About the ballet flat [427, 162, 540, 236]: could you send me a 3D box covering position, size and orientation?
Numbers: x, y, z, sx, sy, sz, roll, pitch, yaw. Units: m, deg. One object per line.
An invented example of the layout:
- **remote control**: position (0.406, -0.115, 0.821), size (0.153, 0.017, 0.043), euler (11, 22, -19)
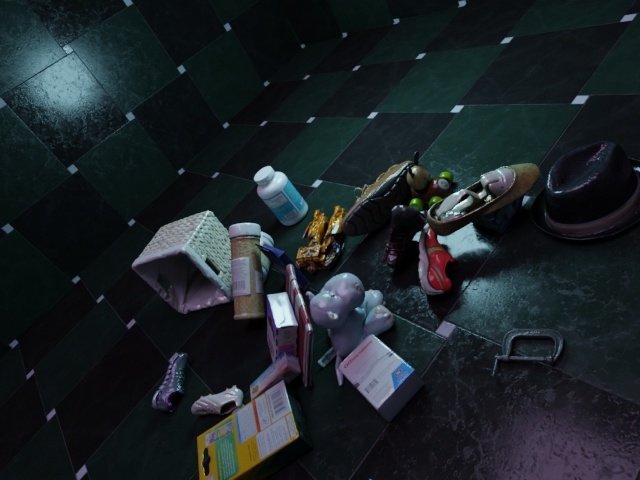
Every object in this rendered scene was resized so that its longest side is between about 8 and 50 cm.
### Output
- **ballet flat**: position (0.468, -0.132, 1.371), size (0.349, 0.123, 0.123), euler (-33, 34, 21)

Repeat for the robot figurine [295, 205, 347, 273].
- **robot figurine**: position (0.000, 0.000, 1.818), size (0.211, 0.085, 0.290), euler (-10, 43, 36)

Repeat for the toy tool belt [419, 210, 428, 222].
- **toy tool belt**: position (0.354, -0.074, 1.629), size (0.083, 0.052, 0.051), euler (-5, 78, 43)

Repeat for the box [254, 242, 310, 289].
- **box**: position (-0.141, 0.085, 1.723), size (0.036, 0.225, 0.136), euler (-49, 36, -17)

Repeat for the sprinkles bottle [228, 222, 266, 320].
- **sprinkles bottle**: position (-0.274, 0.117, 1.744), size (0.121, 0.121, 0.355), euler (-12, 78, 33)

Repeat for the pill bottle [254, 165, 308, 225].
- **pill bottle**: position (-0.178, -0.199, 2.048), size (0.146, 0.264, 0.146), euler (-24, 37, 19)

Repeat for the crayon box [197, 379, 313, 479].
- **crayon box**: position (-0.195, 0.576, 1.333), size (0.323, 0.083, 0.203), euler (-34, 35, 4)

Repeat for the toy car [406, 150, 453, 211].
- **toy car**: position (0.367, -0.219, 1.651), size (0.149, 0.188, 0.155), euler (-2, 48, 40)

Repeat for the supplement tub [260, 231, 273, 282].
- **supplement tub**: position (-0.273, 0.073, 1.925), size (0.145, 0.144, 0.199), euler (-17, 39, 27)

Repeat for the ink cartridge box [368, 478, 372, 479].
- **ink cartridge box**: position (0.159, 0.580, 1.006), size (0.123, 0.088, 0.052), euler (6, 54, 45)

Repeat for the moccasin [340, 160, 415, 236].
- **moccasin**: position (0.215, -0.162, 1.772), size (0.380, 0.139, 0.147), euler (-50, 22, -11)

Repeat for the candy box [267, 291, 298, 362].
- **candy box**: position (-0.125, 0.295, 1.493), size (0.070, 0.196, 0.164), euler (-5, 32, -15)

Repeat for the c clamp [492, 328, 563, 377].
- **c clamp**: position (0.500, 0.270, 1.124), size (0.161, 0.022, 0.137), euler (-13, 36, 33)

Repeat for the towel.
- **towel**: position (-0.065, 0.260, 1.469), size (0.037, 0.236, 0.329), euler (-6, 33, -13)

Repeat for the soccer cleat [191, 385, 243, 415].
- **soccer cleat**: position (-0.341, 0.539, 1.523), size (0.196, 0.068, 0.076), euler (-25, 40, 13)

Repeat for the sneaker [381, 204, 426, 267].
- **sneaker**: position (0.254, 0.003, 1.475), size (0.107, 0.281, 0.162), euler (20, 77, 14)

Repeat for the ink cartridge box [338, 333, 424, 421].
- **ink cartridge box**: position (0.161, 0.365, 1.259), size (0.140, 0.082, 0.191), euler (-43, 34, -9)

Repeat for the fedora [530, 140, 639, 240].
- **fedora**: position (0.737, -0.159, 1.285), size (0.334, 0.152, 0.334), euler (-24, 37, 20)

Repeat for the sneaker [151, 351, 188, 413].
- **sneaker**: position (-0.521, 0.522, 1.712), size (0.098, 0.083, 0.223), euler (8, 57, 21)

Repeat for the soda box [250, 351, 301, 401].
- **soda box**: position (-0.140, 0.426, 1.433), size (0.183, 0.058, 0.063), euler (-46, 32, 20)

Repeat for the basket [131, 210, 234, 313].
- **basket**: position (-0.541, 0.096, 1.988), size (0.332, 0.328, 0.266), euler (-17, 36, 29)

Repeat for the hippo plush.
- **hippo plush**: position (0.047, 0.212, 1.398), size (0.294, 0.236, 0.234), euler (-45, 35, -10)

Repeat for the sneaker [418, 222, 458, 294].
- **sneaker**: position (0.364, 0.058, 1.442), size (0.119, 0.107, 0.278), euler (-1, 47, 14)

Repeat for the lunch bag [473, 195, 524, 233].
- **lunch bag**: position (0.545, -0.113, 1.454), size (0.151, 0.096, 0.129), euler (-54, 37, -5)
